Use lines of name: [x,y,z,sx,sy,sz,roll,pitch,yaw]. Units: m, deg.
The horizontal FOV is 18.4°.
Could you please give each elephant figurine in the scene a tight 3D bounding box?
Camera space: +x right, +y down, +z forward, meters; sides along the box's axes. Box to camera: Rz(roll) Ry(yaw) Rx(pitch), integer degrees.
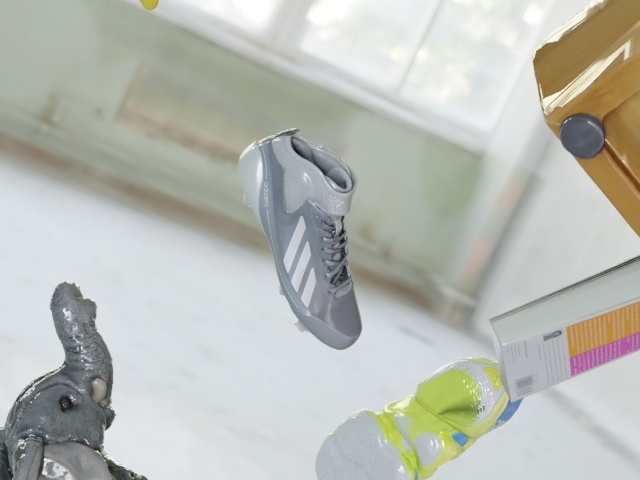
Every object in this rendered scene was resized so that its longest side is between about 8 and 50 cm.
elephant figurine: [-0.221,0.195,1.717,0.239,0.169,0.186,48,35,-15]

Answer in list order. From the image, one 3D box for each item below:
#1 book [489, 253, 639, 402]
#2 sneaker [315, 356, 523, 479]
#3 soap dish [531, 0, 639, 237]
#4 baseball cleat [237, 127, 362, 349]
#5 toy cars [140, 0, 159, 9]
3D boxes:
book: [0.194,0.061,1.389,0.096,0.144,0.035,73,-5,-58]
sneaker: [0.108,0.185,1.906,0.126,0.240,0.091,-6,69,-51]
soap dish: [0.264,-0.034,0.960,0.291,0.229,0.118,50,37,-5]
baseball cleat: [0.000,0.000,1.758,0.072,0.109,0.206,-40,105,-49]
toy cars: [-0.125,-0.330,1.514,0.087,0.176,0.393,15,-24,-5]
